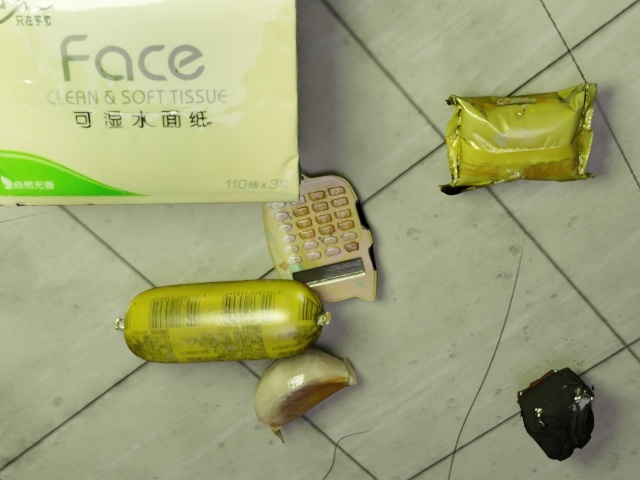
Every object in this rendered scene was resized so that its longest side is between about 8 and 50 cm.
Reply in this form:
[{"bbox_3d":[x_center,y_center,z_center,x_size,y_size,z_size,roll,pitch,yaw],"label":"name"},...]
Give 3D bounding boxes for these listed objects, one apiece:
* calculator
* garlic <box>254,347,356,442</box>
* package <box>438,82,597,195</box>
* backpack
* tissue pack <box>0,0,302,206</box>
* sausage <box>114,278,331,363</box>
[{"bbox_3d":[0.000,0.000,1.566,0.157,0.033,0.236,-12,119,6],"label":"calculator"},{"bbox_3d":[-0.044,0.258,1.696,0.128,0.090,0.198,29,113,-32],"label":"garlic"},{"bbox_3d":[0.279,-0.140,1.452,0.226,0.090,0.168,-2,125,3],"label":"package"},{"bbox_3d":[0.391,0.291,1.716,0.120,0.106,0.165,-28,138,-10],"label":"backpack"},{"bbox_3d":[-0.224,-0.213,1.324,0.405,0.205,0.331,-2,119,-2],"label":"tissue pack"},{"bbox_3d":[-0.150,0.123,1.567,0.347,0.123,0.123,-3,123,13],"label":"sausage"}]
